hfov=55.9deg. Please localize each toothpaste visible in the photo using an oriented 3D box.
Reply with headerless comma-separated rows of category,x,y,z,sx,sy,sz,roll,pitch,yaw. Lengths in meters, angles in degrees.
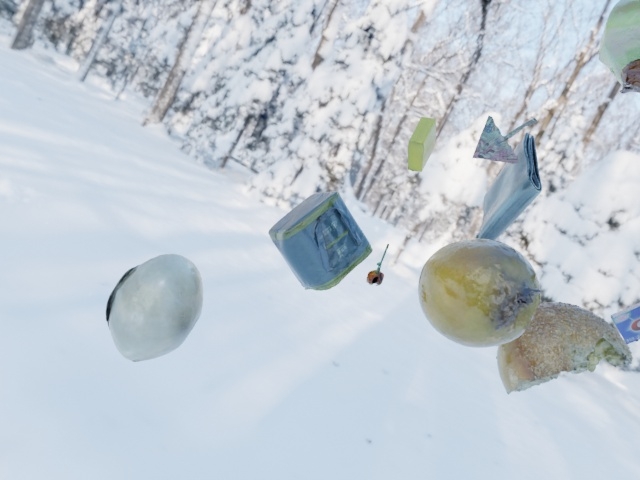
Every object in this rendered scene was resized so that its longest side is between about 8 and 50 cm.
toothpaste,0.730,0.122,1.209,0.053,0.272,0.066,-8,68,-62

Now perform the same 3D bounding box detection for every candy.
candy,-0.407,0.180,1.549,0.185,0.295,0.295,23,3,24
candy,0.179,0.071,1.803,0.056,0.184,0.049,-14,52,-24

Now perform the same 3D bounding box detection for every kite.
kite,0.401,-0.221,1.321,0.139,0.157,0.011,46,25,-26

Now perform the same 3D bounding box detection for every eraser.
eraser,0.271,-0.256,1.608,0.045,0.122,0.097,14,-44,19

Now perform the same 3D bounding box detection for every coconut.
coconut,0.944,-0.556,1.700,0.329,0.281,0.328,24,-19,9

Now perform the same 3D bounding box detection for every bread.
bread,0.574,0.238,1.456,0.315,0.191,0.171,-12,-23,-4

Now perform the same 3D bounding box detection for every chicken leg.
chicken leg,0.930,-0.391,1.552,0.305,0.093,0.113,24,-16,16

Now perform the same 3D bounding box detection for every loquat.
loquat,0.223,0.070,0.879,0.172,0.149,0.204,-12,26,-23

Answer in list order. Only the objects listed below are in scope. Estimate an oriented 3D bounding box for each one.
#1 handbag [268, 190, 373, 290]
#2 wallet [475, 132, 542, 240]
handbag,0.000,0.000,1.910,0.241,0.263,0.222,55,-27,-17
wallet,0.536,-0.144,1.733,0.054,0.251,0.290,25,41,-6
